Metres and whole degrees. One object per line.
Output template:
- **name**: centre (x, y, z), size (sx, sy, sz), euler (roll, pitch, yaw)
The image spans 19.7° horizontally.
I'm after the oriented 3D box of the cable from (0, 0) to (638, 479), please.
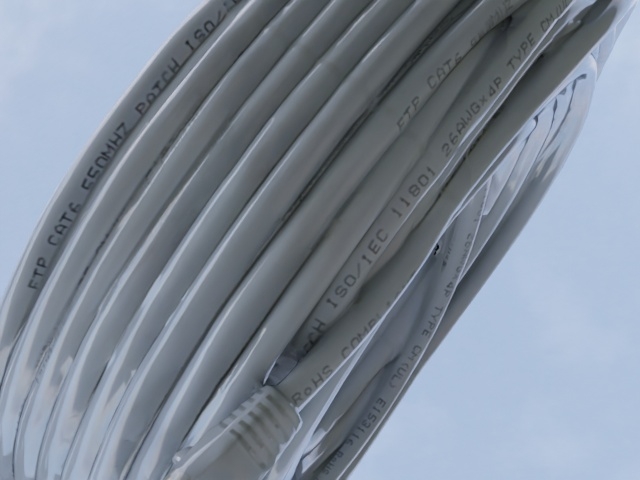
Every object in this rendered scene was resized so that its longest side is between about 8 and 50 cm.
- **cable**: centre (0.000, 0.000, 0.578), size (0.089, 0.257, 0.257), euler (34, -101, 10)
